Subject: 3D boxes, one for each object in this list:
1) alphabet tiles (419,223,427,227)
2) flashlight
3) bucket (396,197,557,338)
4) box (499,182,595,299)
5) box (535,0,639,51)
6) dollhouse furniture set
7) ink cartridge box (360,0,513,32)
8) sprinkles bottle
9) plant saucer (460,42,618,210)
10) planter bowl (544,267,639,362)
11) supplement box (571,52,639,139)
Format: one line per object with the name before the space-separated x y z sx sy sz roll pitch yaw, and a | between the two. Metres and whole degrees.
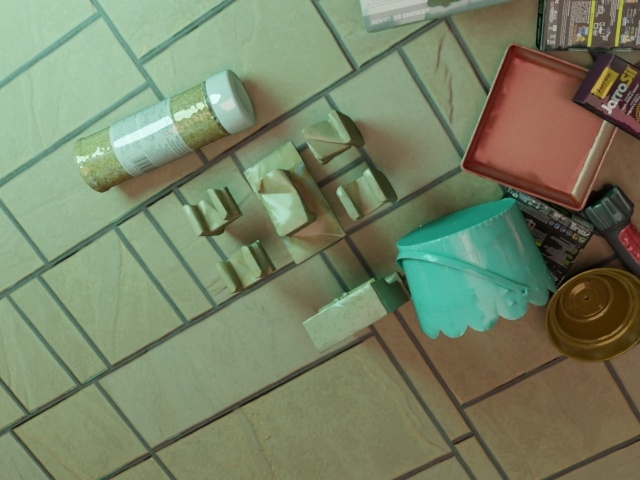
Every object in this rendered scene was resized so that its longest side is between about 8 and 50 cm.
alphabet tiles | 0.295 0.056 1.667 0.237 0.009 0.198 -3 108 24
flashlight | 0.650 0.020 1.617 0.103 0.103 0.304 -42 102 -9
bucket | 0.283 0.048 1.518 0.281 0.281 0.183 -21 96 12
box | 0.422 0.004 1.627 0.191 0.045 0.184 30 118 9
box | 0.514 -0.482 1.465 0.216 0.060 0.270 0 110 4
dollhouse furniture set | 0.000 0.000 1.636 0.362 0.256 0.394 -32 84 14
ink cartridge box | 0.200 -0.538 1.431 0.309 0.130 0.272 -10 109 8
sprinkles bottle | -0.310 -0.213 1.594 0.355 0.121 0.121 -22 107 12
plant saucer | 0.433 -0.219 1.563 0.258 0.048 0.259 19 105 -3
planter bowl | 0.561 0.136 1.666 0.217 0.090 0.217 0 114 -1
supplement box | 0.576 -0.254 1.482 0.188 0.081 0.104 28 103 -5
